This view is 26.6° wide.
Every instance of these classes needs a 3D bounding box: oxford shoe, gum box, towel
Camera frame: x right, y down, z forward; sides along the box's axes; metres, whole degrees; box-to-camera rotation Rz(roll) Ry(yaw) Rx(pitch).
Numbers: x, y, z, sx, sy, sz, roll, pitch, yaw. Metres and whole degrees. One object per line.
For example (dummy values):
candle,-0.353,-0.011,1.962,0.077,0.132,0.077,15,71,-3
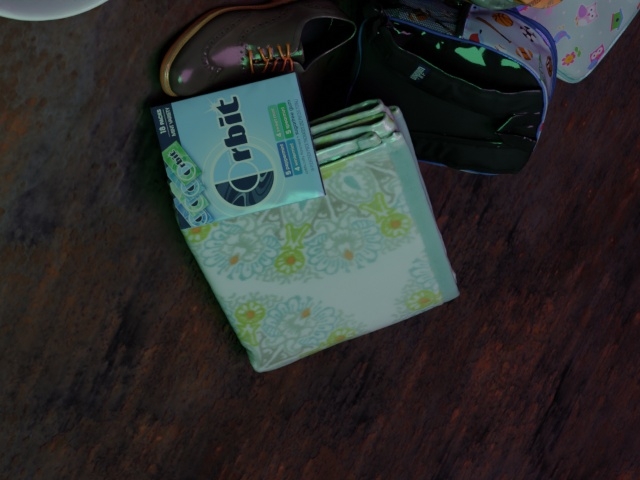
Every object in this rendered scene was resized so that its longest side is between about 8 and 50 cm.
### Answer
oxford shoe,-0.076,-0.244,1.692,0.271,0.098,0.096,-30,131,-28
gum box,-0.100,-0.109,1.668,0.184,0.041,0.156,-14,93,3
towel,0.000,0.000,1.831,0.321,0.090,0.374,-19,132,4

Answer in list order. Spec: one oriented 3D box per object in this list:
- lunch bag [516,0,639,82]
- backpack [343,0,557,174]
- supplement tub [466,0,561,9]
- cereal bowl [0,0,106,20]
lunch bag,0.341,-0.362,1.972,0.279,0.108,0.224,26,104,-47
backpack,0.181,-0.213,1.812,0.276,0.263,0.213,100,16,-51
supplement tub,0.176,-0.402,1.678,0.194,0.316,0.193,-23,128,-34
cereal bowl,-0.298,-0.402,1.356,0.339,0.141,0.338,-23,128,-33
